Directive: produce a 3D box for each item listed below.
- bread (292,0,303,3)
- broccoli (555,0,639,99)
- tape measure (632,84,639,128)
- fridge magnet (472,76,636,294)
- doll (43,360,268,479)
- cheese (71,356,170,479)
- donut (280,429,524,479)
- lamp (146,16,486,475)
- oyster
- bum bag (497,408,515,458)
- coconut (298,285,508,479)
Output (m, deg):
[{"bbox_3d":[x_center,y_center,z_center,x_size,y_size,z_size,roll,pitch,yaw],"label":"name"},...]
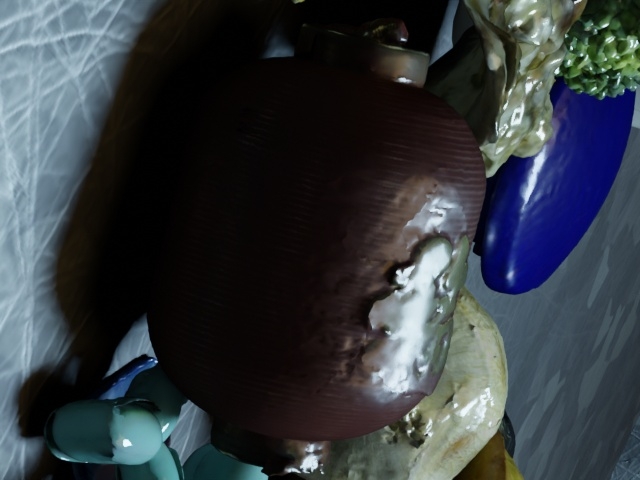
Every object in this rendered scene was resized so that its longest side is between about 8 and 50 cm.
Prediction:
[{"bbox_3d":[0.002,-0.232,0.845,0.188,0.068,0.125,-61,160,-14],"label":"bread"},{"bbox_3d":[0.272,-0.275,1.238,0.375,0.249,0.302,-66,164,12],"label":"broccoli"},{"bbox_3d":[0.387,-0.192,1.651,0.265,0.258,0.130,-57,159,-45],"label":"tape measure"},{"bbox_3d":[0.203,-0.078,1.485,0.265,0.113,0.265,-52,156,-34],"label":"fridge magnet"},{"bbox_3d":[-0.085,0.146,0.968,0.158,0.059,0.159,-34,113,-57],"label":"doll"},{"bbox_3d":[-0.120,0.213,1.035,0.189,0.074,0.286,-39,134,-57],"label":"cheese"},{"bbox_3d":[0.049,0.246,1.252,0.108,0.277,0.277,45,65,-32],"label":"donut"},{"bbox_3d":[0.000,0.000,0.941,0.180,0.180,0.258,-3,108,-69],"label":"lamp"},{"bbox_3d":[0.110,-0.129,1.116,0.351,0.115,0.238,60,45,-70],"label":"oyster"},{"bbox_3d":[0.180,0.222,1.842,0.248,0.069,0.102,49,30,-68],"label":"bum bag"},{"bbox_3d":[0.041,0.093,1.168,0.194,0.194,0.194,-53,157,-34],"label":"coconut"}]
